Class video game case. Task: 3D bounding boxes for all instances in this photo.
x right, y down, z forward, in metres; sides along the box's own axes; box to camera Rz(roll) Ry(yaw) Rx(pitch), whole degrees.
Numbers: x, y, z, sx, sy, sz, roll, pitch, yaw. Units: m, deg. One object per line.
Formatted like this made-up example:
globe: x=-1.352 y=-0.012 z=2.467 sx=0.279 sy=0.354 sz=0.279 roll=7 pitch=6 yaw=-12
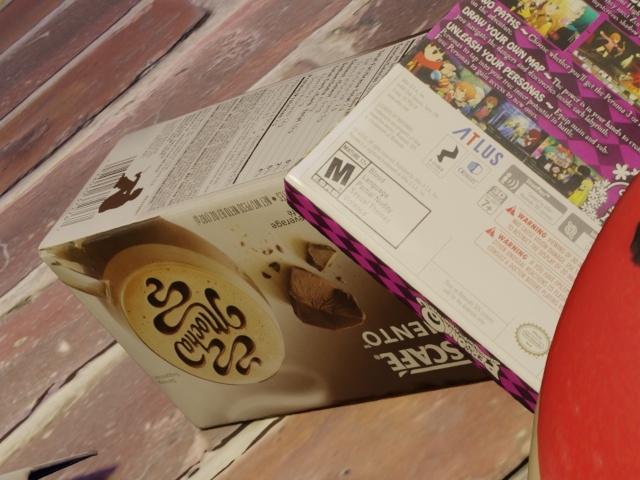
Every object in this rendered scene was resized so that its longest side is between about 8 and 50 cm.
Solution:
video game case: x=0.136 y=-0.024 z=0.857 sx=0.210 sy=0.232 sz=0.042 roll=-46 pitch=-14 yaw=-15

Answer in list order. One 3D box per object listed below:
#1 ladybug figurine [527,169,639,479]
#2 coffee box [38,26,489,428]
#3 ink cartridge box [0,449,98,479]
ladybug figurine: x=0.213 y=0.053 z=0.573 sx=0.305 sy=0.162 sz=0.449 roll=-14 pitch=25 yaw=-2
coffee box: x=0.000 y=0.000 z=1.053 sx=0.297 sy=0.168 sz=0.119 roll=-14 pitch=34 yaw=43
ink cartridge box: x=-0.317 y=0.210 z=1.086 sx=0.176 sy=0.069 sz=0.371 roll=-27 pitch=-10 yaw=41
